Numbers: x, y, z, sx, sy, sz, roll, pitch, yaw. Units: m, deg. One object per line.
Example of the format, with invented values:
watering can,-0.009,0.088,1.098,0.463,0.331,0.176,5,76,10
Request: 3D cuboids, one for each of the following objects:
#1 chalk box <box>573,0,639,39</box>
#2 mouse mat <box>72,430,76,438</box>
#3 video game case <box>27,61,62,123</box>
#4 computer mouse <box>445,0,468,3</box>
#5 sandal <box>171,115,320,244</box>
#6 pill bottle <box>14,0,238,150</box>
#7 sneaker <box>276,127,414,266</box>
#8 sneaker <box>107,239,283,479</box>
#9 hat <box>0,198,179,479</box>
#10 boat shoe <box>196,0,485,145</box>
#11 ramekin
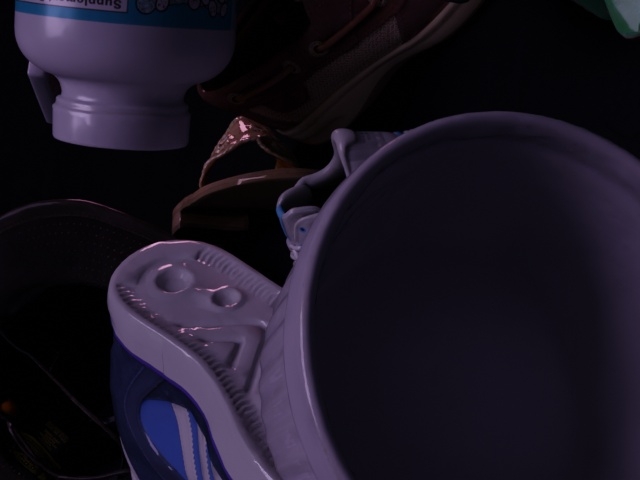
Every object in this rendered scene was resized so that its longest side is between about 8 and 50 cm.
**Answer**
chalk box,0.128,-0.227,0.492,0.180,0.179,0.289,-30,51,40
mouse mat,-0.244,0.254,1.113,0.152,0.007,0.189,101,-176,-55
video game case,-0.347,-0.281,1.539,0.227,0.026,0.206,129,149,-78
computer mouse,0.033,-0.255,0.618,0.262,0.060,0.184,53,160,42
sandal,-0.066,-0.058,0.926,0.240,0.088,0.079,154,118,-63
pill bottle,-0.124,-0.195,0.762,0.146,0.146,0.264,-150,62,-62
sneaker,0.000,0.000,0.783,0.190,0.083,0.071,-65,32,27
sneaker,-0.022,0.163,0.755,0.323,0.130,0.236,36,141,37
hat,-0.179,0.116,0.997,0.134,0.331,0.331,-30,-34,-65
boat shoe,0.020,-0.186,0.774,0.342,0.123,0.123,-42,44,49
ramekin,0.072,0.060,0.499,0.109,0.207,0.207,137,138,-64
